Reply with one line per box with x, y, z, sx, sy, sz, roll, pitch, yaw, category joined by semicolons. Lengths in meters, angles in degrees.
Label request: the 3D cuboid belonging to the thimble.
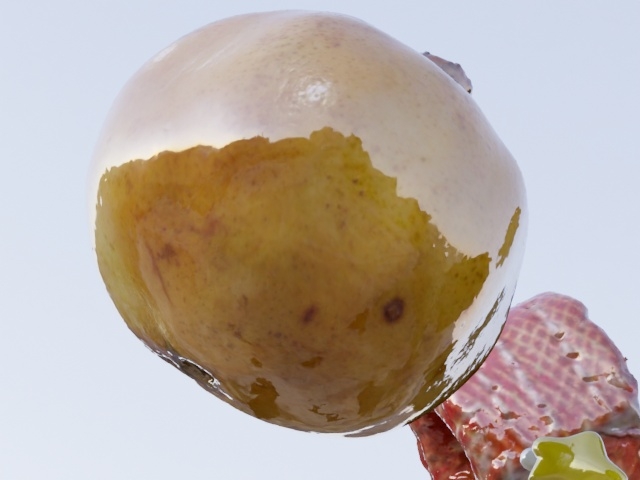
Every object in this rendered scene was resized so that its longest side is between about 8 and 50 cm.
0.254;0.246;2.333;0.230;0.350;0.350;-21;-29;-9;thimble

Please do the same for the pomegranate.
-0.003;-0.022;1.726;0.416;0.417;0.417;14;-29;8;pomegranate

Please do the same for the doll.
0.243;0.220;1.798;0.135;0.071;0.113;13;-18;48;doll
